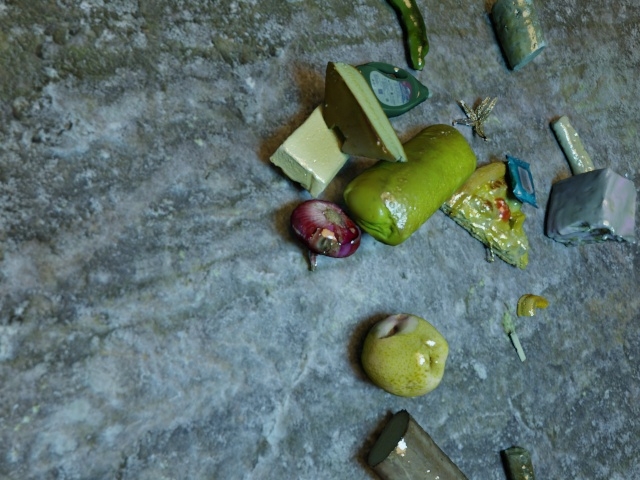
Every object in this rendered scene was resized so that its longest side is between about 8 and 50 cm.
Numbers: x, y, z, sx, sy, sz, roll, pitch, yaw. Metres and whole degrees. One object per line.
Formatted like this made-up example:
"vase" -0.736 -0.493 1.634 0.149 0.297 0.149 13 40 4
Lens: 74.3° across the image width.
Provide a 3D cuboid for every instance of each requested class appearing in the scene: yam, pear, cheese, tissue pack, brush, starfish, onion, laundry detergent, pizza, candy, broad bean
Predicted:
"yam" 0.209 0.472 0.847 0.129 0.128 0.238 -43 94 11
"pear" 0.171 0.230 0.849 0.178 0.178 0.178 4 80 -22
"cheese" 0.744 -0.275 1.244 0.065 0.043 0.194 -29 92 -23
"tissue pack" 0.505 -0.148 1.061 0.085 0.028 0.138 16 63 -24
"brush" 0.496 0.267 1.064 0.016 0.013 0.083 -30 101 -20
"starfish" 0.410 -0.313 1.111 0.133 0.041 0.130 -14 81 2
"onion" 0.000 0.000 0.859 0.150 0.140 0.150 19 31 -12
"laundry detergent" 0.175 -0.361 1.008 0.211 0.063 0.137 -11 79 -24
"pizza" 0.465 -0.060 1.071 0.280 0.075 0.287 -36 95 -23
"candy" 0.728 -0.084 1.130 0.137 0.185 0.195 25 72 -22
"broad bean" 0.190 -0.568 1.060 0.292 0.049 0.144 45 74 -8
"yam" 0.479 0.612 0.974 0.061 0.061 0.253 -10 86 -24
"yam" 0.558 -0.588 1.184 0.107 0.107 0.194 -17 88 -24

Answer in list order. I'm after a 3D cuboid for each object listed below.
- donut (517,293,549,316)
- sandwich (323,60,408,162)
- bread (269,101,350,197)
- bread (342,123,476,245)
"donut" 0.554 0.171 1.091 0.083 0.038 0.067 18 72 -18
"sandwich" 0.080 -0.241 0.858 0.090 0.088 0.244 -22 80 -43
"bread" -0.005 -0.194 0.883 0.125 0.068 0.188 41 57 -9
"bread" 0.214 -0.142 0.920 0.166 0.112 0.383 46 56 8
